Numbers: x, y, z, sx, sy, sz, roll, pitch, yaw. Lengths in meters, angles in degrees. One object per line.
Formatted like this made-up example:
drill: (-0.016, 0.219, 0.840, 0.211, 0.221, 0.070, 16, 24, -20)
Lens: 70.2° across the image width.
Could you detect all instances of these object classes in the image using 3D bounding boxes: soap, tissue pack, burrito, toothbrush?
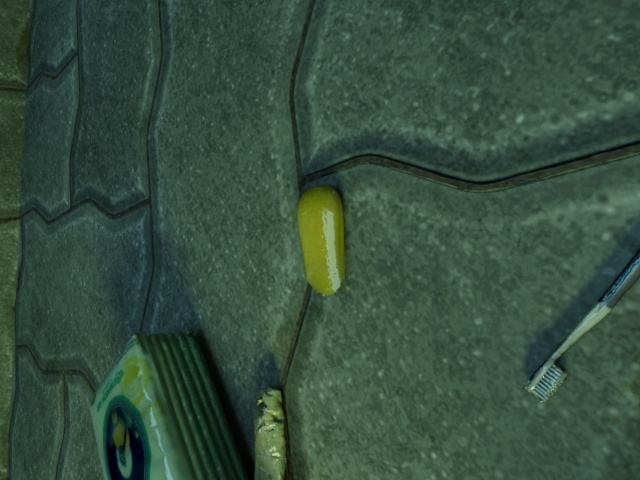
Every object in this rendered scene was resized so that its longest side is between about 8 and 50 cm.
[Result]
soap: (0.000, 0.000, 0.689, 0.089, 0.033, 0.168, -8, 82, 44)
tissue pack: (-0.284, 0.398, 0.839, 0.287, 0.162, 0.388, -49, 58, 32)
burrito: (-0.084, 0.333, 0.739, 0.058, 0.045, 0.188, -8, 84, 49)
toothbrush: (0.287, 0.045, 0.435, 0.026, 0.024, 0.288, 41, 114, 35)
